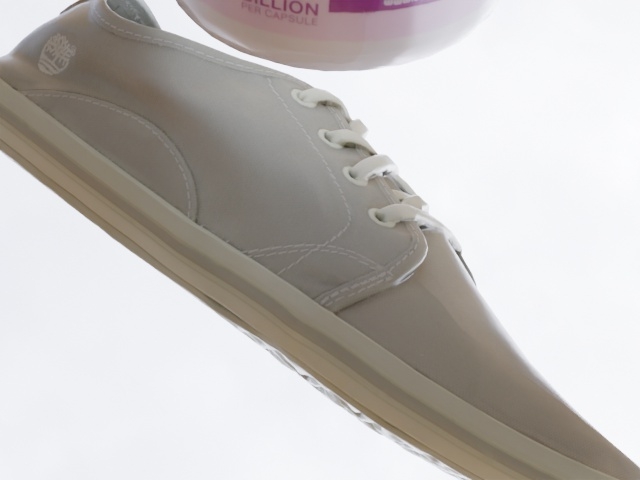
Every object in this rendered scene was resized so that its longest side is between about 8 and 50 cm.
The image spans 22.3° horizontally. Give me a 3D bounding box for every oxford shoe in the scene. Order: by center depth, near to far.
[{"bbox_3d":[0.000,0.000,0.826,0.449,0.169,0.130,36,-95,25],"label":"oxford shoe"}]

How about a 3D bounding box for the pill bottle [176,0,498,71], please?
[{"bbox_3d":[0.011,-0.236,0.683,0.169,0.301,0.169,1,-139,-1],"label":"pill bottle"}]
